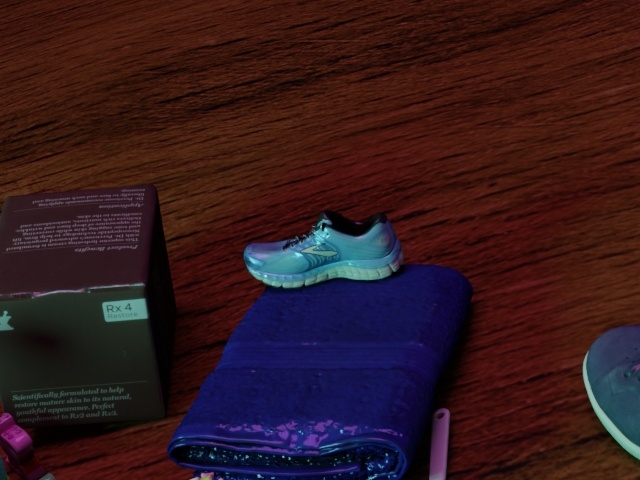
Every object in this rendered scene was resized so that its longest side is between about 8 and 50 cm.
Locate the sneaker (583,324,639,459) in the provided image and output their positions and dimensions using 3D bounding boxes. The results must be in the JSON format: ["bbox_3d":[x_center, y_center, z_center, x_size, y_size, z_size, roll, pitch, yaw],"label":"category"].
[{"bbox_3d":[0.321,0.122,1.188,0.131,0.148,0.350,-29,31,-14],"label":"sneaker"}]

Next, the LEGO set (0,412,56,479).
[{"bbox_3d":[-0.278,0.234,1.414,0.087,0.093,0.227,-35,34,-25],"label":"LEGO set"}]

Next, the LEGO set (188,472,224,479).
[{"bbox_3d":[-0.134,0.287,1.223,0.287,0.107,0.132,-33,29,-16],"label":"LEGO set"}]

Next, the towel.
[{"bbox_3d":[0.012,0.128,1.426,0.227,0.076,0.308,-1,29,19],"label":"towel"}]

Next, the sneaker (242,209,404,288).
[{"bbox_3d":[0.000,0.000,1.509,0.162,0.073,0.063,-7,28,9],"label":"sneaker"}]

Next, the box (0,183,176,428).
[{"bbox_3d":[-0.246,0.065,1.565,0.168,0.167,0.203,-4,32,1],"label":"box"}]

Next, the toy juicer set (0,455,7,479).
[{"bbox_3d":[-0.326,0.244,1.324,0.089,0.209,0.329,-16,36,-34],"label":"toy juicer set"}]

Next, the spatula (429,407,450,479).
[{"bbox_3d":[0.048,0.238,1.298,0.168,0.019,0.242,-16,29,17],"label":"spatula"}]
